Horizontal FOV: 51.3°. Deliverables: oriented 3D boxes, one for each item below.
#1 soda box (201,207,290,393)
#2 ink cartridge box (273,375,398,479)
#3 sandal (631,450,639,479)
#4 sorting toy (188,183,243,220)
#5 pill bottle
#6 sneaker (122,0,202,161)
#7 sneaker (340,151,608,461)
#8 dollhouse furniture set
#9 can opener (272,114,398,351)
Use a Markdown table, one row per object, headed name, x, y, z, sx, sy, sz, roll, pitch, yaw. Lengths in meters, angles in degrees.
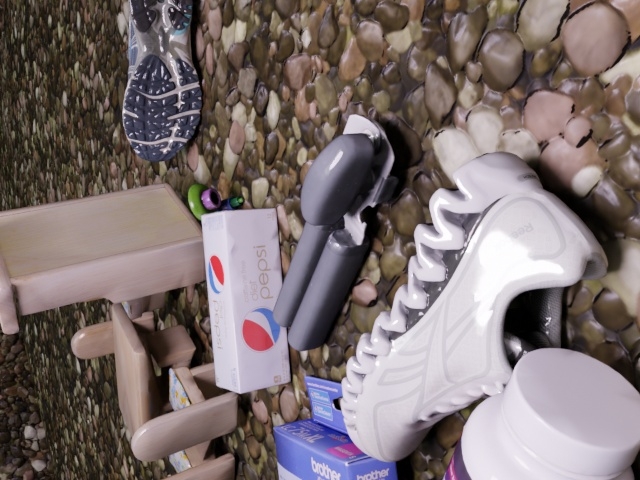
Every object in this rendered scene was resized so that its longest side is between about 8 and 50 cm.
| name | x | y | z | sx | sy | sz | roll | pitch | yaw |
| --- | --- | --- | --- | --- | --- | --- | --- | --- | --- |
| soda box | -0.091 | 0.071 | 0.814 | 0.069 | 0.073 | 0.216 | -3 | 91 | 57 |
| ink cartridge box | 0.019 | 0.305 | 0.679 | 0.185 | 0.065 | 0.312 | 171 | 95 | -64 |
| sandal | 0.227 | 0.070 | 0.346 | 0.088 | 0.079 | 0.240 | -84 | -9 | -57 |
| sorting toy | -0.125 | -0.036 | 0.867 | 0.042 | 0.061 | 0.102 | -18 | 118 | 26 |
| pill bottle | 0.136 | 0.169 | 0.438 | 0.108 | 0.108 | 0.194 | 47 | 137 | 43 |
| sneaker | -0.232 | -0.259 | 0.980 | 0.122 | 0.110 | 0.283 | -135 | 50 | -68 |
| sneaker | 0.103 | 0.083 | 0.503 | 0.118 | 0.110 | 0.292 | 44 | 131 | 33 |
| dollhouse furniture set | -0.306 | 0.146 | 0.942 | 0.362 | 0.256 | 0.395 | 46 | 139 | 43 |
| can opener | 0.000 | 0.000 | 0.660 | 0.074 | 0.093 | 0.281 | 55 | 141 | 36 |
